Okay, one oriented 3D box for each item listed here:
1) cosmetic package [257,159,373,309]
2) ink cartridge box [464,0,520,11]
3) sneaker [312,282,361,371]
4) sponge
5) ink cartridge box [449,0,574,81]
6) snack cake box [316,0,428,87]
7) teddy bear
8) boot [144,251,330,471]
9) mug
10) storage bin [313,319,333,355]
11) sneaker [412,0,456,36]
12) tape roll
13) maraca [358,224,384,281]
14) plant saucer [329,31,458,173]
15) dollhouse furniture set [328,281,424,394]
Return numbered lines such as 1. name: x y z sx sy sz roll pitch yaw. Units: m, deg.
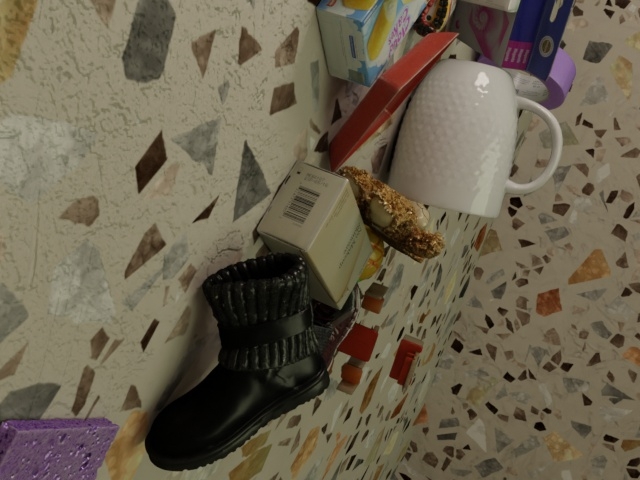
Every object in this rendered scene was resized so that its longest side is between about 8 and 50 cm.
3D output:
1. cosmetic package: 0.000 0.000 1.302 0.160 0.113 0.309 -61 157 -15
2. ink cartridge box: 0.349 -0.607 1.399 0.056 0.181 0.225 -21 130 -49
3. sneaker: -0.008 0.207 1.503 0.162 0.106 0.282 -9 121 -61
4. sponge: -0.356 0.292 0.880 0.117 0.031 0.210 -65 158 -5
5. ink cartridge box: 0.421 -0.558 1.474 0.071 0.330 0.324 -5 125 -21
6. snack cake box: 0.104 -0.414 1.157 0.264 0.089 0.152 -57 156 -21
7. teddy bear: 0.151 -0.061 1.404 0.338 0.245 0.113 34 90 -44
8. boot: -0.153 0.186 1.091 0.347 0.131 0.260 -28 124 -23
9. mug: 0.366 -0.231 1.568 0.276 0.373 0.328 -11 115 -68
10. storage bin: -0.064 0.182 1.320 0.084 0.122 0.180 -66 158 -2
11. sneaker: 0.255 -0.535 1.413 0.225 0.088 0.092 -66 169 14
12. tape roll: 0.585 -0.484 1.943 0.090 0.274 0.275 -65 158 -8
13. maraca: 0.098 0.004 1.554 0.127 0.099 0.186 -27 121 -72
14. plant saucer: 0.126 -0.273 1.286 0.259 0.047 0.258 -48 180 -39
15. dollhouse furniture set: 0.107 0.245 1.595 0.135 0.259 0.262 -30 138 -70
